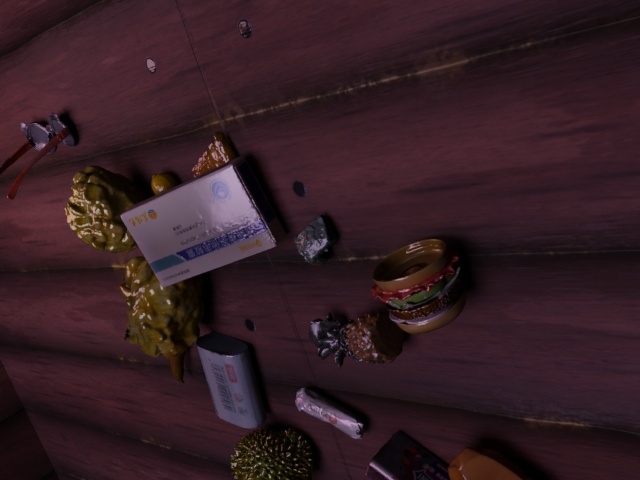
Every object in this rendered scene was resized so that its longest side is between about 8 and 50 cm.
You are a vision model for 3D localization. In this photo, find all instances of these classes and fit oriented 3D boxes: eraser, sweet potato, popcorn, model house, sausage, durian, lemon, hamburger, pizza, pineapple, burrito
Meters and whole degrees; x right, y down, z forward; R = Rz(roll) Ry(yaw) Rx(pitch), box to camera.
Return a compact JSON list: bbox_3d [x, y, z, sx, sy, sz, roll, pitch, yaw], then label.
[{"bbox_3d":[-0.236,0.368,1.892,0.174,0.081,0.227,11,122,43],"label":"eraser"},{"bbox_3d":[-0.402,0.295,2.017,0.067,0.067,0.274,26,127,30],"label":"sweet potato"},{"bbox_3d":[-0.399,0.155,1.824,0.252,0.215,0.286,-113,28,-53],"label":"popcorn"},{"bbox_3d":[0.000,0.000,1.470,0.083,0.066,0.079,-40,73,31],"label":"model house"},{"bbox_3d":[0.356,0.491,1.375,0.241,0.120,0.136,34,167,27],"label":"sausage"},{"bbox_3d":[-0.131,0.582,1.863,0.237,0.176,0.200,-17,84,58],"label":"durian"},{"bbox_3d":[-0.377,-0.132,1.735,0.083,0.062,0.062,42,136,14],"label":"lemon"},{"bbox_3d":[0.180,0.089,1.271,0.175,0.175,0.137,-8,115,46],"label":"hamburger"},{"bbox_3d":[-0.534,-0.077,1.829,0.235,0.217,0.181,49,111,19],"label":"popcorn"},{"bbox_3d":[-0.228,-0.152,1.595,0.131,0.041,0.178,-6,112,38],"label":"pizza"},{"bbox_3d":[0.066,0.202,1.494,0.237,0.111,0.119,-16,72,53],"label":"pineapple"},{"bbox_3d":[0.023,0.405,1.685,0.203,0.064,0.064,21,127,32],"label":"burrito"}]

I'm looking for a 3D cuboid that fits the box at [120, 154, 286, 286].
[{"bbox_3d":[-0.264,-0.036,1.596,0.343,0.065,0.200,-20,105,30],"label":"box"}]

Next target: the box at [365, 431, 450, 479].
[{"bbox_3d":[0.218,0.515,1.523,0.224,0.120,0.069,31,136,24],"label":"box"}]

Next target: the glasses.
[{"bbox_3d":[-0.810,-0.225,1.945,0.234,0.268,0.118,-3,130,42],"label":"glasses"}]
